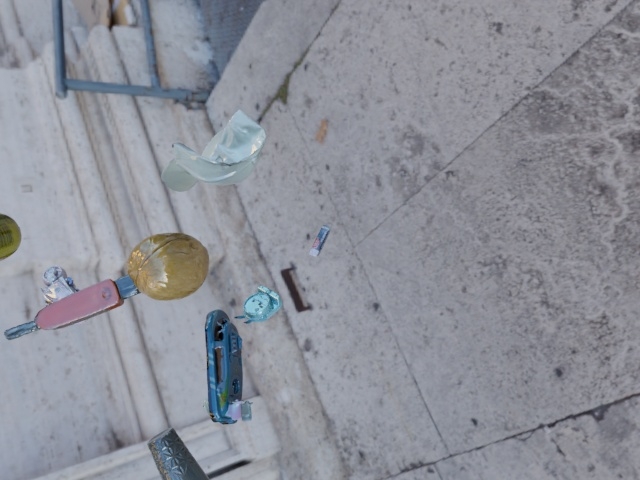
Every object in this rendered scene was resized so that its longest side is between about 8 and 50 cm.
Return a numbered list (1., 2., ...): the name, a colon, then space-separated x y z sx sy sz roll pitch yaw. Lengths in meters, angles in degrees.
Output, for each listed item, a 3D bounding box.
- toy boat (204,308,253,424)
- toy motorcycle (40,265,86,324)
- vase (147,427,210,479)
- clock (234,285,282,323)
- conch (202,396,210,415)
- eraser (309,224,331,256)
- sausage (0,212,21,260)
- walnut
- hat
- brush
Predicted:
1. toy boat: -0.234 0.321 1.484 0.092 0.134 0.299 -13 66 13
2. toy motorcycle: -0.798 0.174 1.751 0.254 0.112 0.112 42 129 34
3. vase: -0.484 0.804 1.974 0.301 0.156 0.251 61 -179 -1
4. clock: -0.202 0.216 1.809 0.108 0.147 0.045 23 145 40
5. conch: -0.381 0.602 2.048 0.056 0.085 0.076 -159 88 -76
6. eraser: 0.000 0.000 1.543 0.027 0.019 0.099 19 73 21
7. sausage: -0.814 0.017 1.280 0.123 0.347 0.123 4 105 15
8. walnut: -0.351 0.060 1.325 0.165 0.197 0.165 1 94 19
9. hat: -0.291 -0.198 1.538 0.168 0.258 0.301 52 137 -3
10. brush: -0.576 0.159 1.335 0.051 0.323 0.070 111 136 -71
